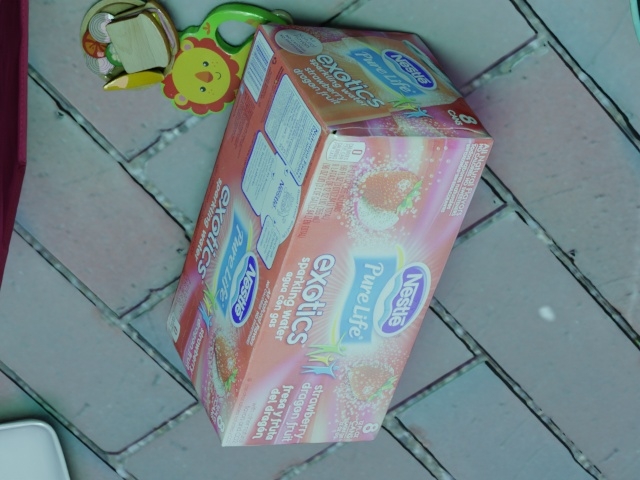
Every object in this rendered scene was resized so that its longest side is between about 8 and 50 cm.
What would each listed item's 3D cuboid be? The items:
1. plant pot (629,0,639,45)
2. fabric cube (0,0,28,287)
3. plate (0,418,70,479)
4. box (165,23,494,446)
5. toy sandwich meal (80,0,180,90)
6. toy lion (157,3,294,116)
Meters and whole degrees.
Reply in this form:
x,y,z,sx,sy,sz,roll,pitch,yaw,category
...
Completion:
x,y,z,sx,sy,sz,roll,pitch,yaw,category
0.338,-0.236,1.297,0.293,0.235,0.293,0,124,0,plant pot
-0.349,-0.099,1.379,0.258,0.259,0.254,5,123,-4,fabric cube
-0.342,0.275,1.761,0.277,0.045,0.278,-8,124,7,plate
0.000,0.000,1.486,0.142,0.154,0.300,1,126,-27,box
-0.147,-0.147,1.472,0.085,0.029,0.085,7,119,13,toy sandwich meal
-0.077,-0.139,1.491,0.096,0.034,0.100,16,123,-1,toy lion
